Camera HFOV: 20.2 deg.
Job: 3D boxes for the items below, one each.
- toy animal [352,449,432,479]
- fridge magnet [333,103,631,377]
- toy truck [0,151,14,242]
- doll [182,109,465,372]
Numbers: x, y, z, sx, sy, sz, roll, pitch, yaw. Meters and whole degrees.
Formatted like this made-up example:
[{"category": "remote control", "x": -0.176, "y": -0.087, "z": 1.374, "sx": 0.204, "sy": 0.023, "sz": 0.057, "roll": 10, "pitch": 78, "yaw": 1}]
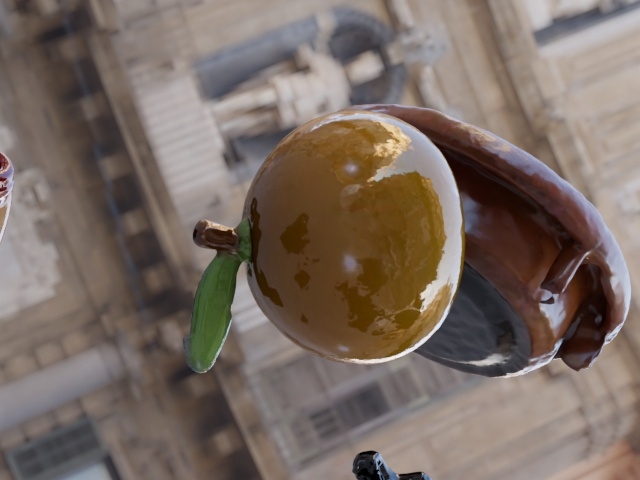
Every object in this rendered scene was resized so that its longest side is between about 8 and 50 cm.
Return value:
[{"category": "toy animal", "x": 0.044, "y": 0.258, "z": 1.289, "sx": 0.121, "sy": 0.117, "sz": 0.210, "roll": -64, "pitch": 180, "yaw": 22}, {"category": "fridge magnet", "x": 0.132, "y": 0.006, "z": 1.777, "sx": 0.364, "sy": 0.155, "sz": 0.363, "roll": 27, "pitch": -25, "yaw": 14}, {"category": "toy truck", "x": -0.442, "y": -0.048, "z": 1.795, "sx": 0.239, "sy": 0.265, "sz": 0.189, "roll": 41, "pitch": -56, "yaw": 34}, {"category": "doll", "x": 0.000, "y": 0.000, "z": 1.472, "sx": 0.213, "sy": 0.236, "sz": 0.213, "roll": 176, "pitch": -90, "yaw": -75}]
